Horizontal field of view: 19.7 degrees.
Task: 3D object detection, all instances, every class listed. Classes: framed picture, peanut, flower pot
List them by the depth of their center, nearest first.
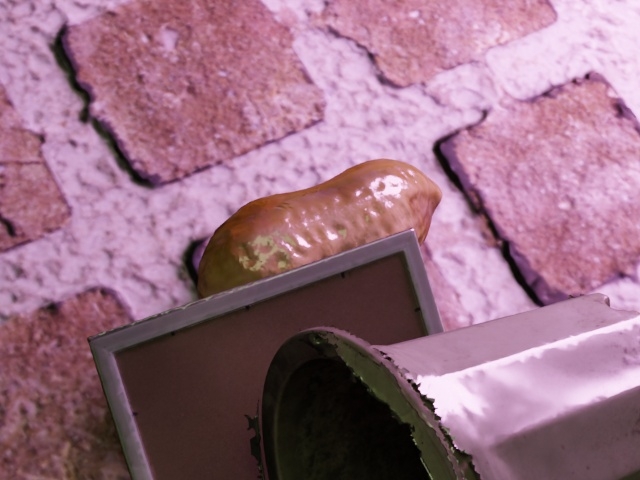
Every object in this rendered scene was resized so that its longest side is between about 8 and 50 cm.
[{"bbox_3d":[0.123,0.167,1.321,0.259,0.290,0.290,-17,62,-30],"label":"flower pot"},{"bbox_3d":[-0.021,0.130,1.404,0.274,0.017,0.217,-17,96,-17],"label":"framed picture"},{"bbox_3d":[0.000,0.000,1.491,0.236,0.120,0.110,-30,84,-31],"label":"peanut"}]
